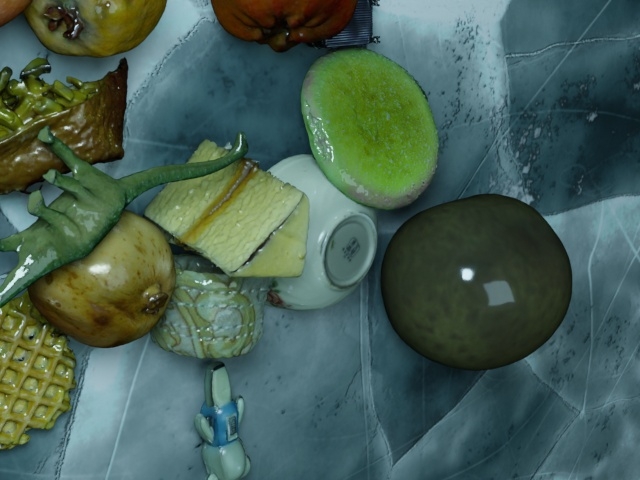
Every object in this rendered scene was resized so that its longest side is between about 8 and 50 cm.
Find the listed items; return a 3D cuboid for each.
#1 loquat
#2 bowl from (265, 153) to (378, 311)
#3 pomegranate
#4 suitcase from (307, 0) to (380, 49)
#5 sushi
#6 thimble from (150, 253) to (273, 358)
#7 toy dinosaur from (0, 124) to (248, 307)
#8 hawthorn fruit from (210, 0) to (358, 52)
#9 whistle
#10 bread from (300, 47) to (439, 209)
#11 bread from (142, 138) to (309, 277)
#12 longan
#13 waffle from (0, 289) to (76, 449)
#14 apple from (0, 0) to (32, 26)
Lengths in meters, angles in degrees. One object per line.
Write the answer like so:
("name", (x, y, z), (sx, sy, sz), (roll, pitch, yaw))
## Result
("loquat", (-0.300, -0.330, 1.377), (0.234, 0.187, 0.176), (-59, 141, -57))
("bowl", (0.000, 0.000, 1.771), (0.277, 0.145, 0.277), (-18, 118, -39))
("pomegranate", (-0.309, 0.056, 1.501), (0.215, 0.215, 0.215), (-15, 114, -35))
("suitcase", (0.035, -0.363, 1.739), (0.126, 0.059, 0.086), (-13, 108, -36))
("sushi", (-0.384, -0.158, 1.400), (0.296, 0.167, 0.179), (-17, 111, -12))
("thimble", (-0.173, 0.104, 1.673), (0.191, 0.137, 0.143), (4, 103, -16))
("toy dinosaur", (-0.289, -0.015, 1.403), (0.447, 0.087, 0.301), (-60, 145, -5))
("hawthorn fruit", (-0.048, -0.420, 1.565), (0.224, 0.224, 0.260), (17, 74, -42))
("whistle", (-0.174, 0.322, 1.810), (0.114, 0.077, 0.235), (-21, 112, -43))
("bread", (0.096, -0.195, 1.775), (0.301, 0.045, 0.301), (13, 67, -34))
("bread", (-0.138, -0.027, 1.584), (0.178, 0.266, 0.141), (-38, 130, -21))
("longan", (0.287, 0.072, 1.951), (0.361, 0.361, 0.361), (-15, 114, -35))
("waffle", (-0.476, 0.202, 1.530), (0.254, 0.052, 0.245), (-24, 118, -31))
("apple", (-0.433, -0.370, 1.227), (0.206, 0.252, 0.271), (10, 81, -51))
